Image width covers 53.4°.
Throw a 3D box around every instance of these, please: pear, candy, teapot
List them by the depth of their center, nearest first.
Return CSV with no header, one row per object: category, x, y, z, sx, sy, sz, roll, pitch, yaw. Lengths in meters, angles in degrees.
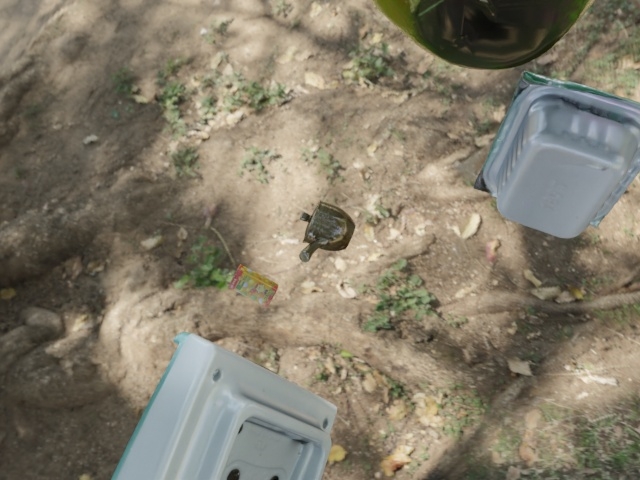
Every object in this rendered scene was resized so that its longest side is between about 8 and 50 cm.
pear,0.220,-0.369,0.845,0.399,0.399,0.165,-14,59,31
teapot,0.000,0.000,0.920,0.085,0.080,0.110,116,175,-45
candy,-0.179,0.122,1.713,0.062,0.122,0.038,-60,5,20

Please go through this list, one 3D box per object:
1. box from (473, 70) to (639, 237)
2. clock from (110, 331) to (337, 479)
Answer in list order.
box,0.435,-0.123,1.158,0.264,0.336,0.106,21,57,10
clock,-0.089,0.256,0.702,0.116,0.262,0.231,12,71,39
